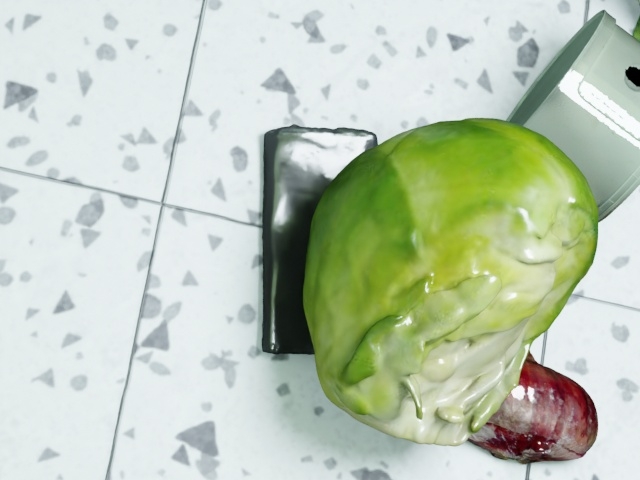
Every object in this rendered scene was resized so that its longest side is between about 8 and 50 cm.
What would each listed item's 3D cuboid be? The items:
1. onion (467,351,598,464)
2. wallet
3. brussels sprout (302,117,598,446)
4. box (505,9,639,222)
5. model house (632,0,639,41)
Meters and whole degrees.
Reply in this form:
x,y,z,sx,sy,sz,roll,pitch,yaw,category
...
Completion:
x,y,z,sx,sy,sz,roll,pitch,yaw,category
0.246,0.188,1.656,0.206,0.098,0.151,9,77,-11,onion
0.000,0.000,1.677,0.146,0.030,0.285,2,77,-11,wallet
0.137,0.036,1.550,0.276,0.315,0.371,22,97,-43,brussels sprout
0.331,-0.147,1.685,0.149,0.226,0.226,36,72,-3,box
0.541,-0.357,1.675,0.340,0.323,0.300,15,74,25,model house
